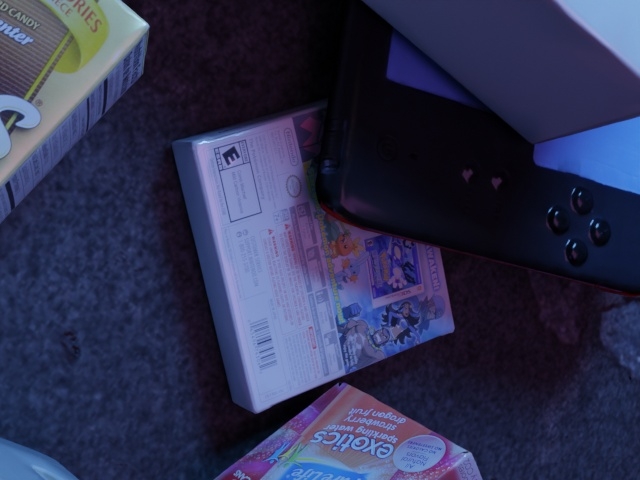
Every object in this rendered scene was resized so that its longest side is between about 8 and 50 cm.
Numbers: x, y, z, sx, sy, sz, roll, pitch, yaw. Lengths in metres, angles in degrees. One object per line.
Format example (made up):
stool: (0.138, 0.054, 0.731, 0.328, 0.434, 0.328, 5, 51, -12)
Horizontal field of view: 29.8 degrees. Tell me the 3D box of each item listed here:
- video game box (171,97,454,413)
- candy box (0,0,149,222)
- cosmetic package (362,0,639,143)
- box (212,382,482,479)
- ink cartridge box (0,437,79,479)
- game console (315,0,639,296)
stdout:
video game box: (0.000, 0.000, 0.899, 0.187, 0.048, 0.205, -18, 105, -26)
candy box: (-0.268, -0.058, 0.676, 0.183, 0.087, 0.316, 41, 75, -2)
cosmetic package: (0.096, -0.264, 0.797, 0.385, 0.156, 0.217, 34, 70, -18)
box: (0.054, 0.275, 0.884, 0.142, 0.154, 0.300, -34, 121, -22)
ink cartridge box: (-0.247, 0.268, 0.686, 0.129, 0.223, 0.307, 30, 81, -29)
game console: (0.171, -0.167, 0.936, 0.342, 0.060, 0.387, 14, 78, -31)
